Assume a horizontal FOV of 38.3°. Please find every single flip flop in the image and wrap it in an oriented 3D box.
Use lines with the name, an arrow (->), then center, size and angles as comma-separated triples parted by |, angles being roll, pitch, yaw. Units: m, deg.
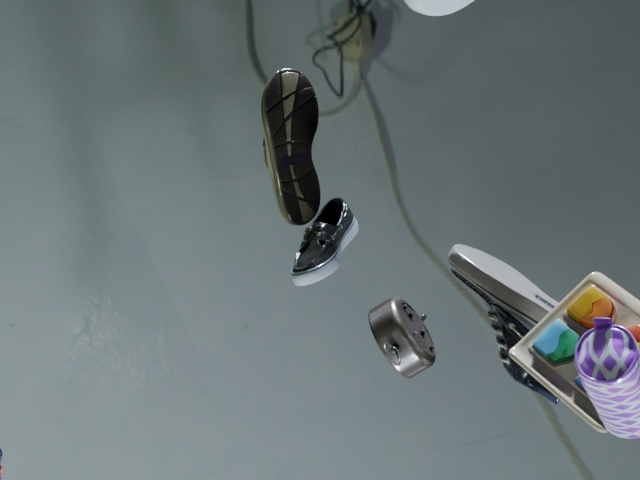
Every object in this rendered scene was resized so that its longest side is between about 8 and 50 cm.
flip flop -> -0.059, -0.164, 1.640 | 0.112, 0.080, 0.277 | -13, 102, -31

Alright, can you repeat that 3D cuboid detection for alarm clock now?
alarm clock -> 0.132, 0.159, 1.485 | 0.064, 0.192, 0.129 | -33, 92, 20

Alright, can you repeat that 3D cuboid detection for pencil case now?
pencil case -> 0.388, 0.184, 1.194 | 0.086, 0.206, 0.088 | 0, 60, 27

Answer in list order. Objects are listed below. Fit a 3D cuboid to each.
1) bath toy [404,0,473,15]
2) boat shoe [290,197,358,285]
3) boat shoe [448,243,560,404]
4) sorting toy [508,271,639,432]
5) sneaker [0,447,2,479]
bath toy -> 0.100, -0.408, 1.051 | 0.151, 0.348, 0.129 | -24, 54, 15
boat shoe -> 0.000, 0.000, 0.933 | 0.049, 0.040, 0.142 | -13, 20, 25
boat shoe -> 0.351, 0.157, 1.699 | 0.340, 0.127, 0.158 | 37, 113, 22
sorting toy -> 0.418, 0.158, 1.381 | 0.208, 0.038, 0.193 | -39, 53, -12
sneaker -> -0.520, 0.359, 1.426 | 0.083, 0.221, 0.087 | -4, 26, 37
